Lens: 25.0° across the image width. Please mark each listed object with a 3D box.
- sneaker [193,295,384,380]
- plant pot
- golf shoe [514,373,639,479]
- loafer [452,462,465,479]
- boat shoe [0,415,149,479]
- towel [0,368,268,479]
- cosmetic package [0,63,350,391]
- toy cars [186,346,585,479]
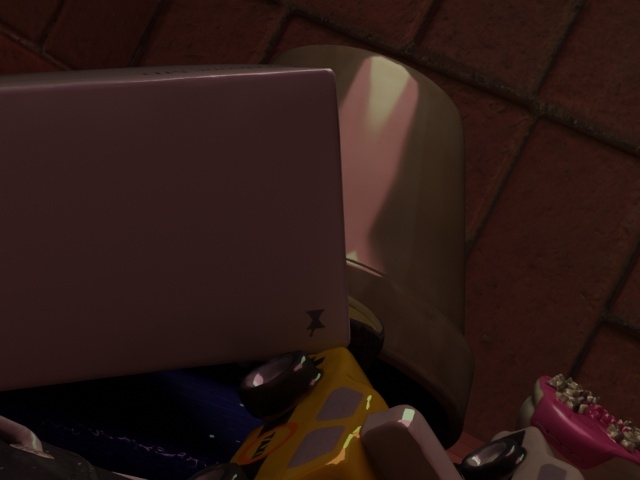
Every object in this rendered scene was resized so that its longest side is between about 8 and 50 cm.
[{"bbox_3d":[-0.144,-0.017,0.995,0.410,0.182,0.158,18,-35,-2],"label":"sneaker"},{"bbox_3d":[0.000,0.000,1.240,0.323,0.280,0.323,15,-25,7],"label":"plant pot"},{"bbox_3d":[0.194,0.188,1.157,0.115,0.140,0.306,40,2,17],"label":"golf shoe"},{"bbox_3d":[0.097,0.226,1.200,0.078,0.076,0.223,62,-8,2],"label":"loafer"},{"bbox_3d":[-0.093,0.087,0.357,0.301,0.108,0.102,22,-3,37],"label":"boat shoe"},{"bbox_3d":[-0.104,0.115,0.797,0.228,0.076,0.308,20,1,-15],"label":"towel"},{"bbox_3d":[-0.128,-0.016,0.723,0.224,0.138,0.225,-6,9,-18],"label":"cosmetic package"},{"bbox_3d":[0.068,0.135,0.653,0.087,0.176,0.394,-24,-28,24],"label":"toy cars"}]
